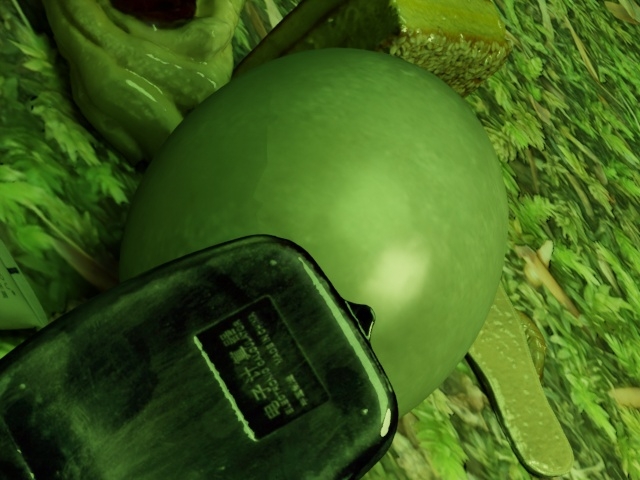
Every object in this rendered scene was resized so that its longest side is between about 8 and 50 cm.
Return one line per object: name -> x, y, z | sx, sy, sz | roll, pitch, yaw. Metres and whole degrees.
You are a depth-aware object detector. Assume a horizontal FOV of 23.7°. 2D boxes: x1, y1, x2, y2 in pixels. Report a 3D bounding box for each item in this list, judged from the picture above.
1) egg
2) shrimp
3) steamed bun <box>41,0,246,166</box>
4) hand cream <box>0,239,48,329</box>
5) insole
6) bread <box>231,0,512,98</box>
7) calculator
egg -> 0.000, 0.000, 1.065 | 0.258, 0.258, 0.352 | 45, 27, -9
shrimp -> 0.181, 0.102, 1.445 | 0.083, 0.023, 0.114 | 31, 36, -21
steamed bun -> -0.159, -0.282, 1.267 | 0.247, 0.189, 0.428 | 25, 37, -25
hand cream -> -0.261, 0.026, 0.884 | 0.095, 0.059, 0.276 | 56, 24, 14
insole -> 0.167, 0.107, 1.406 | 0.081, 0.011, 0.248 | -3, 57, -34
bread -> 0.026, -0.138, 1.294 | 0.184, 0.234, 0.110 | 1, 58, -53
calculator -> -0.084, 0.104, 0.862 | 0.177, 0.268, 0.040 | 57, -14, 14
